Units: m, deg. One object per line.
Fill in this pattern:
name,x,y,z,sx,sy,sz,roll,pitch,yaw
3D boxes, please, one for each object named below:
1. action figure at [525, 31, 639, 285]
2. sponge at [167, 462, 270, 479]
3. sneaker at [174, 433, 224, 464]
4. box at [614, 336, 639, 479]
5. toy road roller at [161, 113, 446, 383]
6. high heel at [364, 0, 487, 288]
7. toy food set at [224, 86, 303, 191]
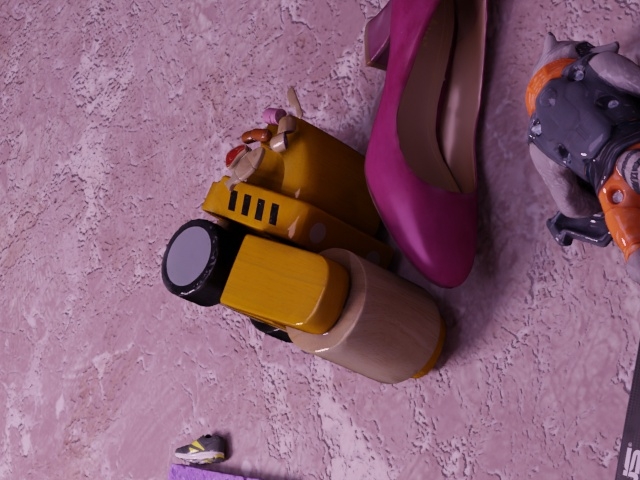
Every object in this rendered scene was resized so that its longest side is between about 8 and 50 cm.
action figure,0.313,-0.121,1.502,0.341,0.178,0.330,-59,38,14
sponge,-0.116,0.342,1.965,0.210,0.031,0.117,2,83,46
sneaker,-0.148,0.261,2.019,0.083,0.031,0.035,-6,64,41
box,0.381,0.174,1.465,0.216,0.060,0.270,11,90,46
toy road roller,0.000,0.000,1.799,0.329,0.202,0.241,19,85,47
high heel,0.134,-0.143,1.725,0.181,0.127,0.377,-43,51,45
toy food set,-0.062,-0.111,1.792,0.122,0.019,0.078,-42,38,19
